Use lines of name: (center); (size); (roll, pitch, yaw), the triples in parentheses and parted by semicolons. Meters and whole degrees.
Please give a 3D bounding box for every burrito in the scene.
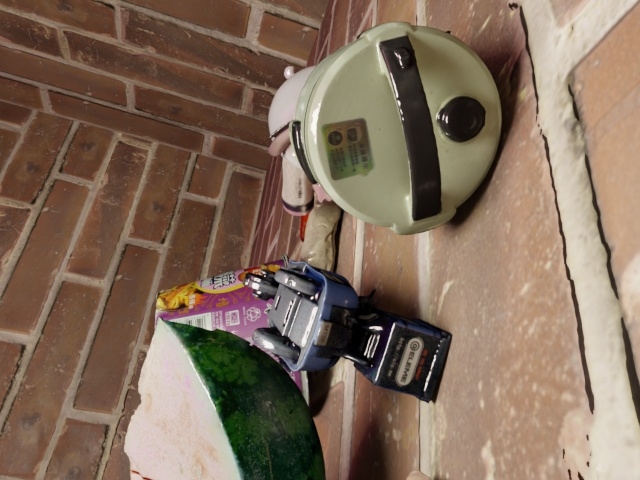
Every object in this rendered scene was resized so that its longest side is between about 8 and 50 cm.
burrito: (0.000, 0.000, 1.100); (0.117, 0.076, 0.392); (117, 165, -64)

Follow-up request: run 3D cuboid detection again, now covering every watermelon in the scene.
watermelon: (-0.076, 0.283, 0.598); (0.319, 0.222, 0.292); (42, 116, 30)

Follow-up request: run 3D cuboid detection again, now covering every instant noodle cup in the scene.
instant noodle cup: (-0.175, 0.208, 0.990); (0.340, 0.266, 0.340); (172, 90, -83)

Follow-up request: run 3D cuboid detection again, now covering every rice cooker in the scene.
rice cooker: (0.078, -0.131, 0.577); (0.244, 0.226, 0.226); (-122, 47, -69)

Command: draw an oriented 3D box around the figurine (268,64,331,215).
figurine: (0.003, -0.243, 1.040); (0.211, 0.253, 0.361); (59, -162, -31)

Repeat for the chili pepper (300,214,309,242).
chili pepper: (-0.027, -0.066, 1.277); (0.272, 0.063, 0.071); (96, -172, -51)

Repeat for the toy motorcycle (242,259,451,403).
toy motorcycle: (0.008, 0.105, 0.677); (0.358, 0.212, 0.125); (-163, 92, -74)

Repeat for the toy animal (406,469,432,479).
toy animal: (0.008, 0.304, 0.372); (0.195, 0.256, 0.213); (-58, 37, 35)
